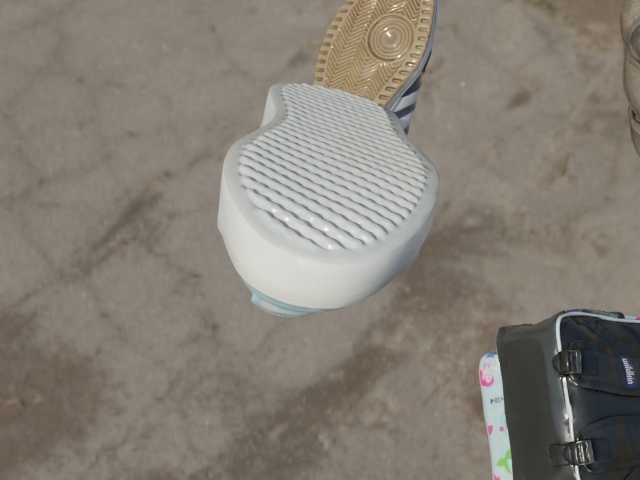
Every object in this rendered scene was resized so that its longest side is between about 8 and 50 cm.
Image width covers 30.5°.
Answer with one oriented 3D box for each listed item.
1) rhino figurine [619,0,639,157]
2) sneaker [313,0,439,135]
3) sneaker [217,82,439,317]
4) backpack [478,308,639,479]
[{"bbox_3d":[0.237,-0.139,0.786,0.073,0.243,0.106,-13,34,5],"label":"rhino figurine"},{"bbox_3d":[0.059,-0.114,1.135,0.099,0.282,0.153,18,-1,25],"label":"sneaker"},{"bbox_3d":[0.000,0.000,0.789,0.135,0.150,0.366,11,18,2],"label":"sneaker"},{"bbox_3d":[0.309,0.195,1.302,0.253,0.191,0.225,3,73,-33],"label":"backpack"}]
